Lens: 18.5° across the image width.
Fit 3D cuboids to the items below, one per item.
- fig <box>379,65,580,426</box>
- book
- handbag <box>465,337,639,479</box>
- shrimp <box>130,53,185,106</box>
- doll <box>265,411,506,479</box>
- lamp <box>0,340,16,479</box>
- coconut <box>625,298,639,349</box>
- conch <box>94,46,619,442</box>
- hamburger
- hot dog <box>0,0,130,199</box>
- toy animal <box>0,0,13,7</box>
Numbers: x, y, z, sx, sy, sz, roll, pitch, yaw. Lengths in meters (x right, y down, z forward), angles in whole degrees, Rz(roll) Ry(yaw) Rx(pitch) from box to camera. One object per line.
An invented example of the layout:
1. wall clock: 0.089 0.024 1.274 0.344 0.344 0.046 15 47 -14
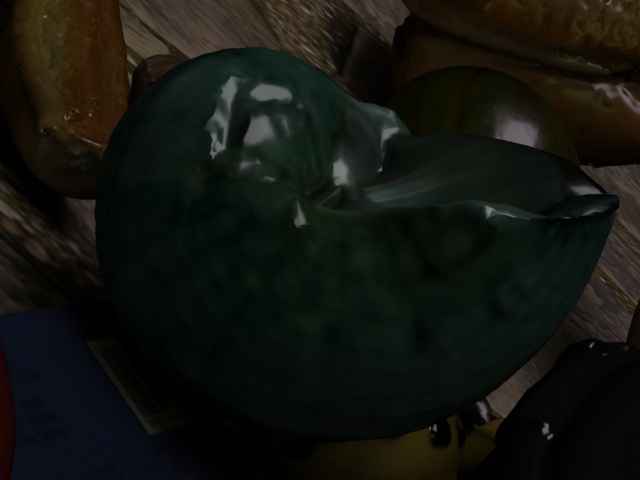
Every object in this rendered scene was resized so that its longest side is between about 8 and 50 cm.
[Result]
1. fig: 0.077 0.007 1.213 0.151 0.151 0.259 42 45 -23
2. book: -0.042 0.136 0.728 0.269 0.025 0.191 52 18 11
3. handbag: 0.154 0.174 0.862 0.254 0.093 0.308 58 27 -1
4. shrimp: -0.051 -0.022 1.028 0.126 0.047 0.223 51 12 -31
5. doll: 0.068 0.109 0.959 0.291 0.086 0.117 26 35 -48
6. lamp: -0.166 0.027 0.357 0.227 0.227 0.227 44 17 -17
7. coconut: 0.387 0.086 1.383 0.346 0.360 0.346 7 30 -4
8. conch: -0.002 0.001 0.825 0.196 0.134 0.202 -4 31 -37
9. hamburger: 0.201 -0.148 1.547 0.284 0.174 0.304 7 10 8
10. hot dog: -0.128 -0.086 0.958 0.066 0.047 0.216 24 27 -25
11. toy animal: -0.192 -0.136 0.862 0.105 0.070 0.202 65 14 17
